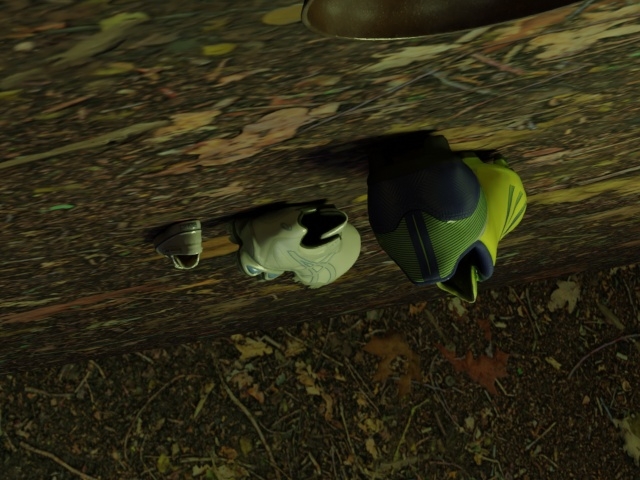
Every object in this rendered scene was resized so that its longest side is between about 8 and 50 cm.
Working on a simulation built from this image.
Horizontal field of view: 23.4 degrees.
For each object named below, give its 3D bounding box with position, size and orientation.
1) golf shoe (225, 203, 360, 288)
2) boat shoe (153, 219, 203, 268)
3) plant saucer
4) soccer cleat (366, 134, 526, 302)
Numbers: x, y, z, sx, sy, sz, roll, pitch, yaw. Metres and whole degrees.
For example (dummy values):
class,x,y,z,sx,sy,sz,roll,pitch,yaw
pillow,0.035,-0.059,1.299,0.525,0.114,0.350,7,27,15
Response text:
class,x,y,z,sx,sy,sz,roll,pitch,yaw
golf shoe,0.000,0.000,1.364,0.086,0.069,0.176,-23,170,31
boat shoe,-0.119,0.008,1.324,0.035,0.035,0.100,-10,173,-20
plant saucer,0.072,-0.116,0.600,0.168,0.029,0.168,-13,175,-1
soccer cleat,0.103,-0.009,1.205,0.093,0.121,0.289,-15,174,17
